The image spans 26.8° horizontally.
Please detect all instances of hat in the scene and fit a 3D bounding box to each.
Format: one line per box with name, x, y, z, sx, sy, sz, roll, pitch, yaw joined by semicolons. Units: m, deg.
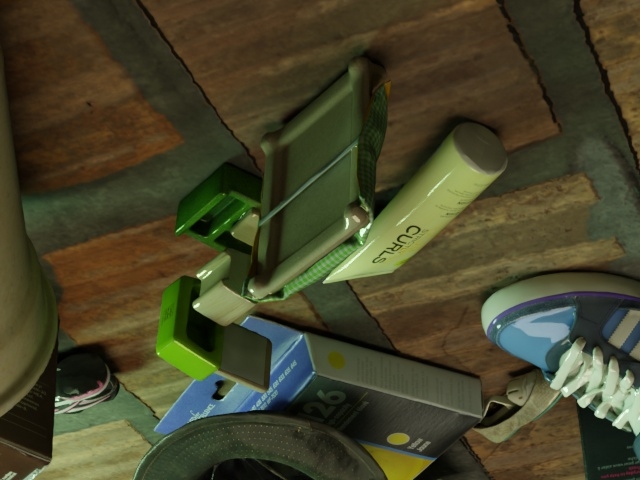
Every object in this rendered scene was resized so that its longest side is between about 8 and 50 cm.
hat;-0.071;0.292;1.564;0.331;0.134;0.331;0;122;0

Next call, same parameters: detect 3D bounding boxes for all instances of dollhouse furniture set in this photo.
dollhouse furniture set;0.000;0.000;1.239;0.151;0.197;0.301;28;135;-28

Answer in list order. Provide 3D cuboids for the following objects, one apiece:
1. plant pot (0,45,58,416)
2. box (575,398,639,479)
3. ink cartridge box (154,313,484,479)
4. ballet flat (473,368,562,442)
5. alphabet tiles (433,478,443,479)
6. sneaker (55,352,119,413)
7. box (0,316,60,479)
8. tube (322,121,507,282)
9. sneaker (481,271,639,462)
plant pot;-0.383;-0.039;1.137;0.334;0.333;0.305;7;130;-8
box;0.394;0.292;1.541;0.165;0.270;0.143;-10;140;14
ink cartridge box;-0.009;0.227;1.634;0.307;0.072;0.303;16;141;-21
ballet flat;0.232;0.193;1.596;0.052;0.057;0.168;24;137;-12
alphabet tiles;0.069;0.362;1.752;0.237;0.009;0.198;-18;141;19
sneaker;-0.319;0.184;1.588;0.178;0.072;0.077;-7;153;19
box;-0.397;0.167;1.439;0.167;0.203;0.168;31;125;-32
tube;0.095;-0.023;1.321;0.070;0.062;0.240;30;137;-12
sneaker;0.334;0.171;1.416;0.323;0.236;0.130;9;141;-11
